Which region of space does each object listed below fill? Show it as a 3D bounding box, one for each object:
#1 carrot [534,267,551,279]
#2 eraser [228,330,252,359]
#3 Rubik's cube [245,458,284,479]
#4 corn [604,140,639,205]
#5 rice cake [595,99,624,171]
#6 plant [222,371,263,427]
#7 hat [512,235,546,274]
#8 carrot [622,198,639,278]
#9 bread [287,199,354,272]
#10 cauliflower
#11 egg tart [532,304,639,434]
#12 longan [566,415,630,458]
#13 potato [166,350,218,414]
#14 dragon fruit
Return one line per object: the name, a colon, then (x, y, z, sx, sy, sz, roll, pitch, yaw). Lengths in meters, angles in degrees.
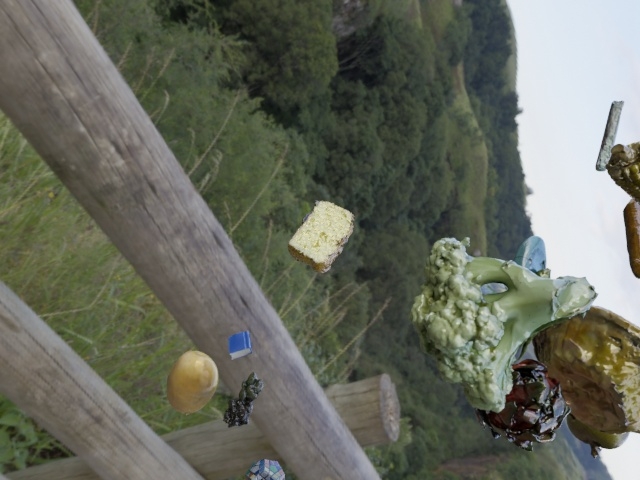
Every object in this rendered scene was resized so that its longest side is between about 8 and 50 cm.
carrot: (0.468, 0.211, 1.334, 0.074, 0.358, 0.074, 33, 12, -8)
eraser: (-0.233, 0.303, 1.505, 0.084, 0.063, 0.027, -116, -172, -64)
Rubik's cube: (-0.148, 0.645, 1.394, 0.093, 0.111, 0.111, 98, -24, -76)
corn: (0.748, -0.112, 1.136, 0.322, 0.119, 0.119, 35, 30, -21)
rice cake: (0.789, -0.287, 1.415, 0.033, 0.033, 0.207, 28, 78, -70)
plant: (-0.224, 0.476, 1.533, 0.085, 0.174, 0.087, 29, -1, -7)
hat: (0.568, 0.083, 1.430, 0.138, 0.078, 0.191, 34, 62, -34)
carrot: (0.843, -0.006, 1.385, 0.066, 0.066, 0.314, 60, 41, -30)
bread: (0.000, 0.004, 1.689, 0.147, 0.160, 0.260, 108, 8, -52)
cauliflower: (0.290, 0.130, 0.931, 0.260, 0.281, 0.327, -10, 66, -29)
egg tart: (0.605, 0.302, 1.136, 0.352, 0.150, 0.352, 40, -31, 30)
longan: (0.767, 0.512, 1.440, 0.155, 0.145, 0.176, 115, -3, -76)
potato: (-0.407, 0.454, 1.647, 0.150, 0.234, 0.146, 14, 38, -21)
dragon fruit: (0.406, 0.327, 1.048, 0.182, 0.189, 0.182, 3, 84, -34)
